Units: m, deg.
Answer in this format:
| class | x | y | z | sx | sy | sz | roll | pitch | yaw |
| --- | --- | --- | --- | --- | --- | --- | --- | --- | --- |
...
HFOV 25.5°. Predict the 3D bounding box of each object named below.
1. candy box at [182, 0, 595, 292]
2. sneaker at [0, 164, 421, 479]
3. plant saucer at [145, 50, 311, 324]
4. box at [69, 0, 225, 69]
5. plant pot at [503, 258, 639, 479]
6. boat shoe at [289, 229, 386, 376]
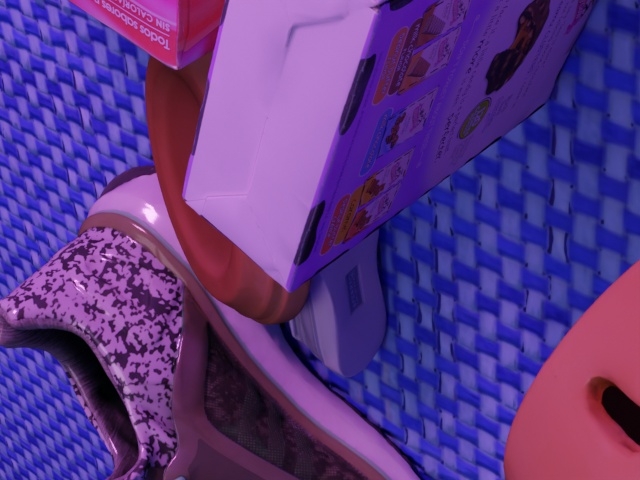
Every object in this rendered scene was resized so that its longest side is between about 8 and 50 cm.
| class | x | y | z | sx | sy | sz | roll | pitch | yaw |
| --- | --- | --- | --- | --- | --- | --- | --- | --- | --- |
| candy box | 0.044 | -0.093 | 0.600 | 0.070 | 0.196 | 0.165 | 41 | 142 | 18 |
| sneaker | -0.074 | 0.158 | 0.948 | 0.410 | 0.182 | 0.158 | 52 | 144 | 4 |
| plant saucer | -0.061 | -0.043 | 0.838 | 0.200 | 0.037 | 0.200 | 164 | 90 | -69 |
| box | -0.121 | -0.236 | 0.719 | 0.300 | 0.154 | 0.142 | 34 | 140 | 25 |
| plant pot | 0.207 | 0.106 | 0.530 | 0.203 | 0.291 | 0.291 | 53 | 148 | 33 |
| boat shoe | 0.000 | 0.000 | 0.849 | 0.063 | 0.066 | 0.184 | 25 | 144 | 34 |
